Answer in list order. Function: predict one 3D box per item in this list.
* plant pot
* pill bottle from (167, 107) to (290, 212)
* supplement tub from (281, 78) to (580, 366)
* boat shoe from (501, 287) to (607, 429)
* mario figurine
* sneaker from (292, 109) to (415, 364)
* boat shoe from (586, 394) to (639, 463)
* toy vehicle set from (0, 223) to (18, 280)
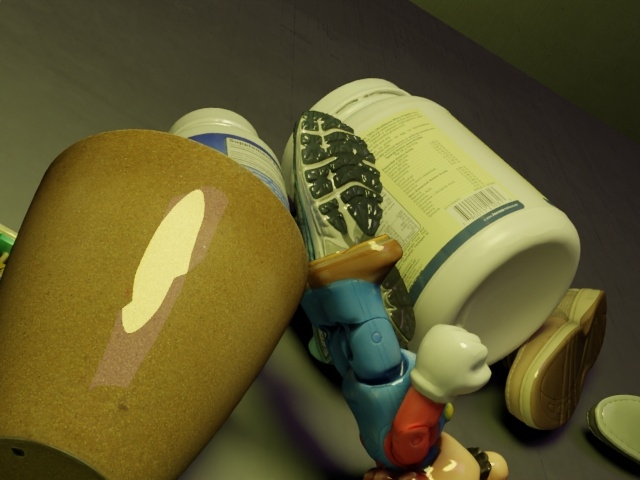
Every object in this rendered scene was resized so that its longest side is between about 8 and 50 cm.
[{"bbox_3d":[-0.154,0.085,0.737,0.237,0.237,0.254,31,42,-10],"label":"plant pot"},{"bbox_3d":[-0.107,-0.025,1.018,0.152,0.152,0.272,24,28,-24],"label":"pill bottle"},{"bbox_3d":[0.120,-0.025,1.182,0.235,0.235,0.325,6,34,-46],"label":"supplement tub"},{"bbox_3d":[0.285,0.146,1.280,0.110,0.122,0.341,7,16,25],"label":"boat shoe"},{"bbox_3d":[0.094,0.151,0.872,0.320,0.170,0.198,70,18,1],"label":"mario figurine"},{"bbox_3d":[0.000,0.000,1.058,0.110,0.122,0.283,3,70,-43],"label":"sneaker"},{"bbox_3d":[0.428,0.259,1.294,0.227,0.068,0.081,21,65,-25],"label":"boat shoe"},{"bbox_3d":[-0.379,-0.011,0.798,0.267,0.035,0.166,31,26,-11],"label":"toy vehicle set"}]
